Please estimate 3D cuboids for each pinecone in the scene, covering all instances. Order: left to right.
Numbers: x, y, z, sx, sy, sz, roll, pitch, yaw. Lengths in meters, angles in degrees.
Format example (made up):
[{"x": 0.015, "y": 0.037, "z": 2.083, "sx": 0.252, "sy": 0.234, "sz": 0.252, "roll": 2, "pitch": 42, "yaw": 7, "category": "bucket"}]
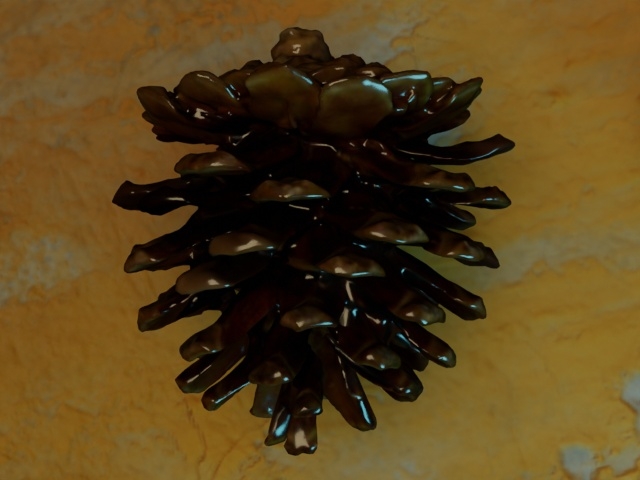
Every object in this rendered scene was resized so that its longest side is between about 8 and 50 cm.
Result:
[{"x": -0.010, "y": 0.002, "z": 1.083, "sx": 0.264, "sy": 0.264, "sz": 0.264, "roll": 0, "pitch": 90, "yaw": 9, "category": "pinecone"}]
